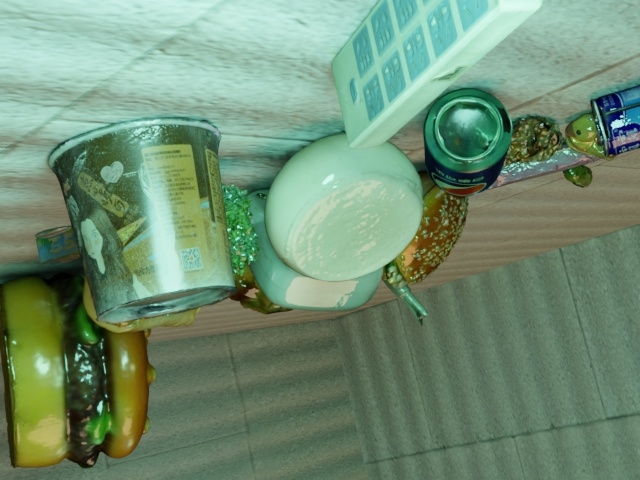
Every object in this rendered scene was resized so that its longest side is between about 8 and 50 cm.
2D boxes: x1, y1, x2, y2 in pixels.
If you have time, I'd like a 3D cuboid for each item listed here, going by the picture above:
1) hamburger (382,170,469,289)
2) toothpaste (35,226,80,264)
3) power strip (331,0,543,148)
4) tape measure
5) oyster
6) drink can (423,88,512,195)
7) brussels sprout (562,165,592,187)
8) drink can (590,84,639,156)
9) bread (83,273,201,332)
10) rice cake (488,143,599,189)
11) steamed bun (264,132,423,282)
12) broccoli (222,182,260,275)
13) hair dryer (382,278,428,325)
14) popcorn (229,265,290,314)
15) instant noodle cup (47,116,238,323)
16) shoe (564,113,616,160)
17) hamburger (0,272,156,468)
[{"bbox_3d":[0.173,-0.023,1.640,0.237,0.147,0.237,-40,162,-16],"label":"hamburger"},{"bbox_3d":[-0.357,-0.007,1.453,0.193,0.044,0.070,-16,171,15],"label":"toothpaste"},{"bbox_3d":[0.087,-0.183,0.849,0.043,0.106,0.367,-8,169,-20],"label":"power strip"},{"bbox_3d":[-0.001,-0.001,1.493,0.243,0.246,0.125,-6,131,-28],"label":"tape measure"},{"bbox_3d":[0.333,-0.160,1.491,0.105,0.056,0.177,-28,160,30],"label":"oyster"},{"bbox_3d":[0.202,-0.130,1.279,0.118,0.118,0.205,-14,171,6],"label":"drink can"},{"bbox_3d":[0.533,-0.133,1.903,0.051,0.046,0.083,31,-162,33],"label":"brussels sprout"},{"bbox_3d":[0.534,-0.201,1.379,0.235,0.097,0.097,-16,170,13],"label":"drink can"},{"bbox_3d":[-0.302,0.068,1.613,0.121,0.173,0.311,21,-175,22],"label":"bread"},{"bbox_3d":[0.436,-0.150,1.668,0.290,0.051,0.081,-16,171,14],"label":"rice cake"},{"bbox_3d":[0.026,-0.059,1.311,0.232,0.145,0.232,-14,136,-13],"label":"steamed bun"},{"bbox_3d":[-0.186,-0.020,1.343,0.220,0.194,0.194,-40,164,12],"label":"broccoli"},{"bbox_3d":[0.074,0.033,1.722,0.229,0.267,0.092,12,130,-38],"label":"hair dryer"},{"bbox_3d":[-0.092,0.048,1.758,0.218,0.169,0.189,18,146,-37],"label":"popcorn"},{"bbox_3d":[-0.205,-0.018,1.120,0.217,0.207,0.217,-13,169,-3],"label":"instant noodle cup"},{"bbox_3d":[0.458,-0.174,1.511,0.109,0.072,0.069,35,150,-12],"label":"shoe"},{"bbox_3d":[-0.467,0.247,1.772,0.277,0.395,0.396,-4,168,-20],"label":"hamburger"}]
